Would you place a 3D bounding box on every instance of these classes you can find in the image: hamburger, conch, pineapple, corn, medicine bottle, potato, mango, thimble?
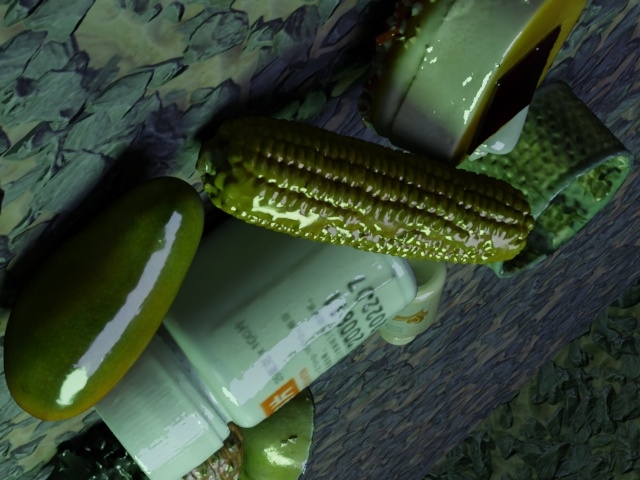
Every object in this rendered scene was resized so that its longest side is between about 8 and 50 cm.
[{"bbox_3d":[0.159,-0.213,1.522,0.227,0.151,0.295,-32,156,-40],"label":"hamburger"},{"bbox_3d":[0.224,-0.179,1.802,0.104,0.094,0.176,20,121,-23],"label":"conch"},{"bbox_3d":[-0.245,0.297,1.919,0.279,0.158,0.158,-13,149,-34],"label":"pineapple"},{"bbox_3d":[0.047,-0.046,1.486,0.363,0.120,0.120,12,139,-14],"label":"corn"},{"bbox_3d":[-0.090,0.093,1.624,0.371,0.211,0.211,-38,161,-8],"label":"medicine bottle"},{"bbox_3d":[-0.100,0.302,2.213,0.117,0.182,0.202,13,153,-26],"label":"potato"},{"bbox_3d":[-0.212,0.053,1.426,0.289,0.129,0.146,-48,151,9],"label":"mango"},{"bbox_3d":[0.125,0.084,2.166,0.114,0.114,0.252,-35,161,-15],"label":"medicine bottle"},{"bbox_3d":[0.309,-0.087,2.076,0.271,0.150,0.271,-35,160,-15],"label":"thimble"}]
